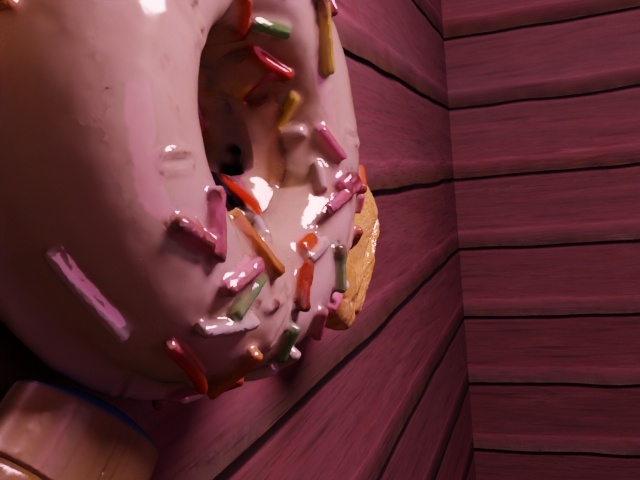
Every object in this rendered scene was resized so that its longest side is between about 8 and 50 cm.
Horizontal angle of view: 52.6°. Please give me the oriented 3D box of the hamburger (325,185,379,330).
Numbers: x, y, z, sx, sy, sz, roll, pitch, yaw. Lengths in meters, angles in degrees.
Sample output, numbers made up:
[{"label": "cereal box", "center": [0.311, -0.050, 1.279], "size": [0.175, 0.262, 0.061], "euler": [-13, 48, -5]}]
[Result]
[{"label": "hamburger", "center": [0.001, 0.001, 0.773], "size": [0.214, 0.108, 0.214], "euler": [-5, 90, -71]}]

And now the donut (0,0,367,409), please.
[{"label": "donut", "center": [-0.081, -0.072, 0.457], "size": [0.382, 0.142, 0.383], "euler": [13, 75, -62]}]

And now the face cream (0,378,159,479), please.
[{"label": "face cream", "center": [-0.169, 0.201, 0.320], "size": [0.285, 0.067, 0.139], "euler": [-72, 153, -45]}]
